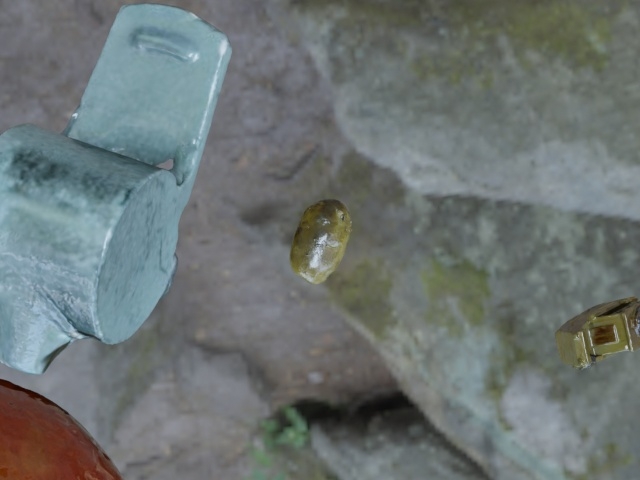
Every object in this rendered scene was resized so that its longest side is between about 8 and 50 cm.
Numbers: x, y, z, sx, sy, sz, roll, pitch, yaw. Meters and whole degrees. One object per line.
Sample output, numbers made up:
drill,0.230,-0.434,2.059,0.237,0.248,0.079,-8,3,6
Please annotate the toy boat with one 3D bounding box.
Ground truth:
toy boat,0.319,0.099,1.649,0.077,0.057,0.200,-12,-179,34

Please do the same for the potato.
potato,0.000,0.000,1.418,0.051,0.083,0.040,16,169,15

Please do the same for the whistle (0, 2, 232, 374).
whistle,-0.222,-0.057,1.570,0.168,0.405,0.188,18,144,16

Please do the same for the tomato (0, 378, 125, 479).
tomato,-0.224,0.151,0.828,0.308,0.170,0.309,9,174,1
